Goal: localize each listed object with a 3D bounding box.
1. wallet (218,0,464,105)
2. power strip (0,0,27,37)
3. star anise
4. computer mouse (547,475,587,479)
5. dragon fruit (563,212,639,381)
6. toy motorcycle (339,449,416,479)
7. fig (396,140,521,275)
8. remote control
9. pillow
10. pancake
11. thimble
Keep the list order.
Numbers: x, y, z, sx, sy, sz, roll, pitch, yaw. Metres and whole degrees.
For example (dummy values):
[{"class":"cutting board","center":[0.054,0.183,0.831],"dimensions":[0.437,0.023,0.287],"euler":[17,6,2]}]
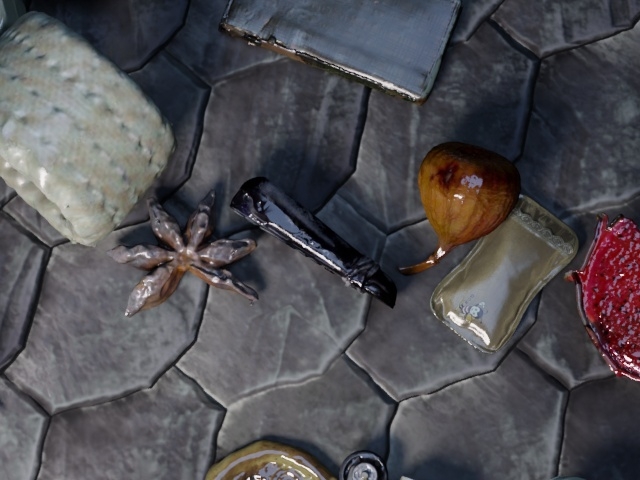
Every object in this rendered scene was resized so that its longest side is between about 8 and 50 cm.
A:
[{"class":"wallet","center":[0.030,-0.318,2.056],"dimensions":[0.317,0.044,0.169],"euler":[21,82,6]},{"class":"power strip","center":[-0.531,-0.271,2.021],"dimensions":[0.261,0.141,0.229],"euler":[-20,77,10]},{"class":"star anise","center":[-0.190,0.012,1.972],"dimensions":[0.208,0.063,0.171],"euler":[-6,76,-1]},{"class":"computer mouse","center":[0.264,0.428,1.853],"dimensions":[0.288,0.097,0.159],"euler":[-49,120,-2]},{"class":"dragon fruit","center":[0.429,0.104,1.927],"dimensions":[0.161,0.126,0.274],"euler":[-41,71,2]},{"class":"toy motorcycle","center":[0.107,0.382,1.883],"dimensions":[0.225,0.073,0.152],"euler":[28,83,6]},{"class":"fig","center":[0.185,-0.030,1.959],"dimensions":[0.134,0.146,0.201],"euler":[16,99,-15]},{"class":"remote control","center":[0.000,0.000,1.960],"dimensions":[0.266,0.090,0.066],"euler":[33,96,6]},{"class":"pillow","center":[0.250,0.043,1.978],"dimensions":[0.130,0.033,0.217],"euler":[38,80,8]},{"class":"pancake","center":[-0.070,0.382,1.906],"dimensions":[0.212,0.029,0.235],"euler":[-14,76,-2]},{"class":"thimble","center":[-0.337,-0.143,1.908],"dimensions":[0.291,0.291,0.195],"euler":[40,79,8]}]
